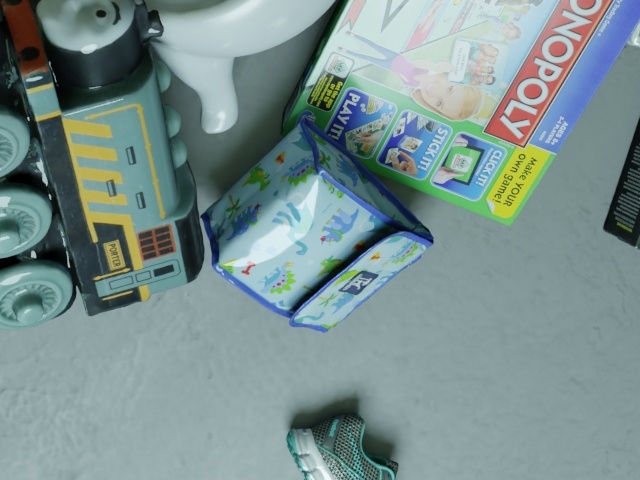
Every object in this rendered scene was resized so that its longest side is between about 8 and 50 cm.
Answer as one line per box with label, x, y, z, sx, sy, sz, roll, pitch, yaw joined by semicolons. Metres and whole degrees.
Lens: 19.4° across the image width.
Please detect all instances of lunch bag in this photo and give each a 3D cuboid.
lunch bag;0.000;0.000;1.524;0.129;0.096;0.151;-40;127;18

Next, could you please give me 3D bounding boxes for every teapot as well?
teapot;-0.059;-0.256;1.443;0.256;0.187;0.253;-30;74;19

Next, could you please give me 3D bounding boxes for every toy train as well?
toy train;-0.195;-0.063;1.409;0.190;0.142;0.334;-17;142;-8

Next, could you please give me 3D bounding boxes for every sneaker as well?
sneaker;0.039;0.219;1.593;0.076;0.065;0.166;-30;104;-6

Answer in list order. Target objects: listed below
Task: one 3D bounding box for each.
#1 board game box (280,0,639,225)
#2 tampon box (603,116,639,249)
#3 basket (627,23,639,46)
board game box;0.127;-0.174;1.472;0.213;0.046;0.317;21;125;-10
tampon box;0.327;-0.059;1.565;0.120;0.101;0.161;16;97;-10
basket;0.301;-0.238;1.531;0.113;0.103;0.167;5;98;-9
